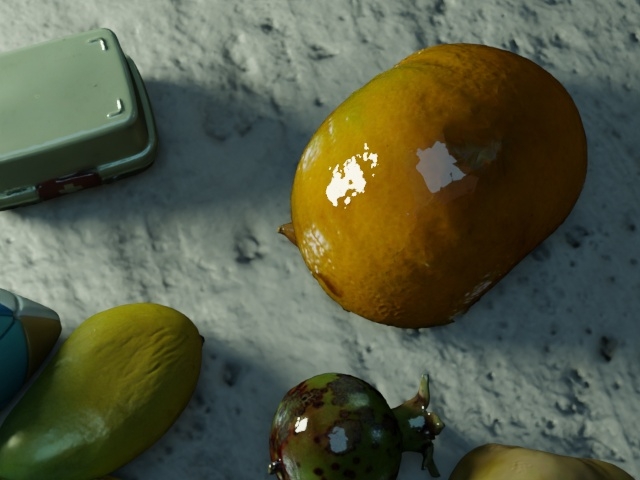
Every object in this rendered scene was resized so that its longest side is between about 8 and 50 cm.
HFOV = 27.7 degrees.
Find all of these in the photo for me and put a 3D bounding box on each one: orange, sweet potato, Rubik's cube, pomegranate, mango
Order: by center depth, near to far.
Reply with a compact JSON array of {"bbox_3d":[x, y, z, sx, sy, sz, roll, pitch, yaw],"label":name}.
[{"bbox_3d":[0.034,0.198,1.252,0.169,0.148,0.148,-2,72,1],"label":"pomegranate"},{"bbox_3d":[-0.208,0.155,1.266,0.137,0.091,0.237,23,55,15],"label":"mango"},{"bbox_3d":[-0.367,0.137,1.275,0.255,0.254,0.254,0,72,0],"label":"Rubik's cube"},{"bbox_3d":[0.123,-0.063,1.343,0.310,0.274,0.274,-37,74,16],"label":"orange"},{"bbox_3d":[0.000,0.000,1.370,0.095,0.034,0.034,21,73,-5],"label":"sweet potato"}]

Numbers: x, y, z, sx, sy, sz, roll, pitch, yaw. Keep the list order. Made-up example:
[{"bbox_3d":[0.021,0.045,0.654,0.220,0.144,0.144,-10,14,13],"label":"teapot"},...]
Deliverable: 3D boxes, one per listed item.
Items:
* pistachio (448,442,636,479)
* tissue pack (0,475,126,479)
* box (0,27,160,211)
[{"bbox_3d":[0.196,0.319,1.203,0.213,0.163,0.260,13,76,30],"label":"pistachio"},{"bbox_3d":[-0.251,0.264,1.245,0.176,0.095,0.062,15,114,5],"label":"tissue pack"},{"bbox_3d":[-0.282,-0.127,1.358,0.210,0.129,0.148,-17,72,-4],"label":"box"}]
